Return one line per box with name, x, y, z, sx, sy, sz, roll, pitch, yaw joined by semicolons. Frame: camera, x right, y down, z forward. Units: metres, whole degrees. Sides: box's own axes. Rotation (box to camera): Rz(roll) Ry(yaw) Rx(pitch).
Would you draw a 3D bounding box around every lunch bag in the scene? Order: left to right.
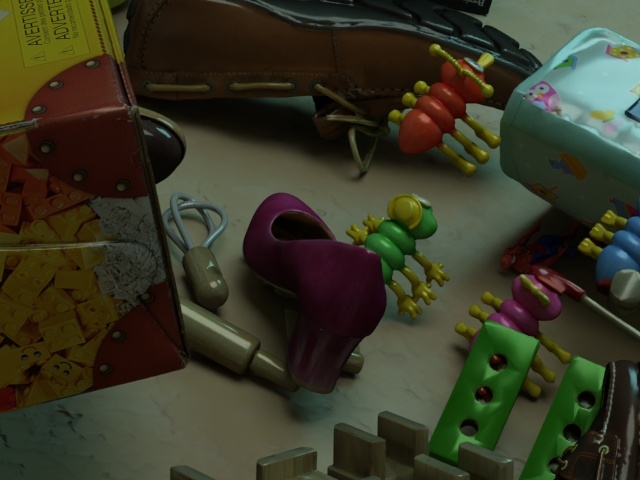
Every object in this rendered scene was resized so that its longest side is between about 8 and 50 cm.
lunch bag;0.283;-0.064;1.571;0.223;0.160;0.262;31;9;22

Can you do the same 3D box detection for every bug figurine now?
bug figurine;0.138;-0.013;1.447;0.279;0.216;0.072;35;-4;20

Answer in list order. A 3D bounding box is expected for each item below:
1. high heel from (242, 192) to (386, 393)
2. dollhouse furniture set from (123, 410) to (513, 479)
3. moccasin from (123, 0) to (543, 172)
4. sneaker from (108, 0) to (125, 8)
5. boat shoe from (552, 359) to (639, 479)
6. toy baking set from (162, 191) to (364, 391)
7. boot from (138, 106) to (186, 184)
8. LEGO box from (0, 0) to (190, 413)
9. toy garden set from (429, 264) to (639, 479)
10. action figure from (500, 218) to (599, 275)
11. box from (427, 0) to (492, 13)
high heel;0.000;0.000;1.394;0.082;0.117;0.244;18;27;-13
dollhouse furniture set;0.030;0.225;1.118;0.212;0.161;0.242;-11;18;-38
moccasin;0.014;-0.147;1.682;0.380;0.147;0.139;5;18;-11
sneaker;-0.257;-0.249;1.712;0.109;0.123;0.295;25;32;13
boat shoe;0.187;0.167;1.255;0.073;0.073;0.207;3;53;8
toy baking set;-0.077;0.030;1.444;0.256;0.030;0.197;26;26;4
boot;-0.208;-0.002;1.361;0.248;0.090;0.207;-7;43;-9
LEGO box;-0.318;-0.093;1.253;0.372;0.193;0.500;-13;37;-6
toy garden set;0.227;0.115;1.353;0.244;0.049;0.204;23;71;11
action figure;0.191;0.006;1.610;0.115;0.030;0.038;-20;51;-42
box;0.073;-0.361;1.992;0.261;0.184;0.103;10;34;-11
